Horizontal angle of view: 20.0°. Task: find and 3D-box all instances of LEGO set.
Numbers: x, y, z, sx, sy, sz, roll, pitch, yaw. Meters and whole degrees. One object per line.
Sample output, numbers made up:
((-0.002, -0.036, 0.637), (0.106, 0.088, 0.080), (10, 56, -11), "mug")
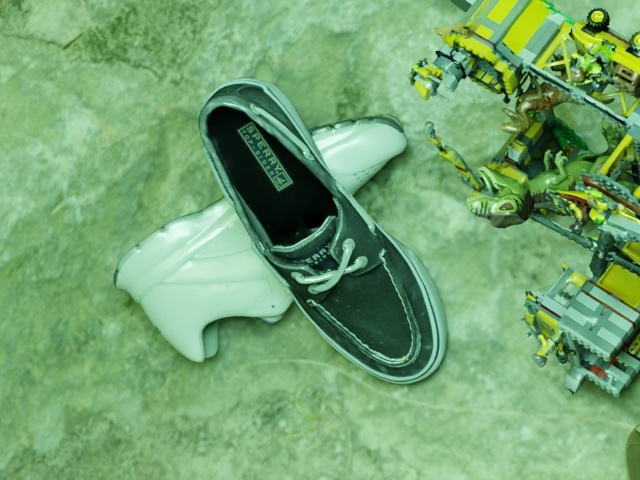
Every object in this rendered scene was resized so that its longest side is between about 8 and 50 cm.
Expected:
((0.171, -0.022, 1.364), (0.255, 0.331, 0.192), (35, 79, 17), "LEGO set")

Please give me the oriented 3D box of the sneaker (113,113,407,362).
((-0.037, -0.006, 1.610), (0.297, 0.111, 0.129), (-36, 86, 17), "sneaker")

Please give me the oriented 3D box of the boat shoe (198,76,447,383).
((0.000, 0.000, 1.501), (0.108, 0.102, 0.301), (-31, 98, 13), "boat shoe")

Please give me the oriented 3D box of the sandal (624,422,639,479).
((0.270, 0.225, 1.408), (0.072, 0.049, 0.180), (-9, 59, 21), "sandal")

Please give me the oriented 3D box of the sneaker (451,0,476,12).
((0.134, -0.347, 1.574), (0.178, 0.123, 0.296), (-38, 62, 26), "sneaker")
